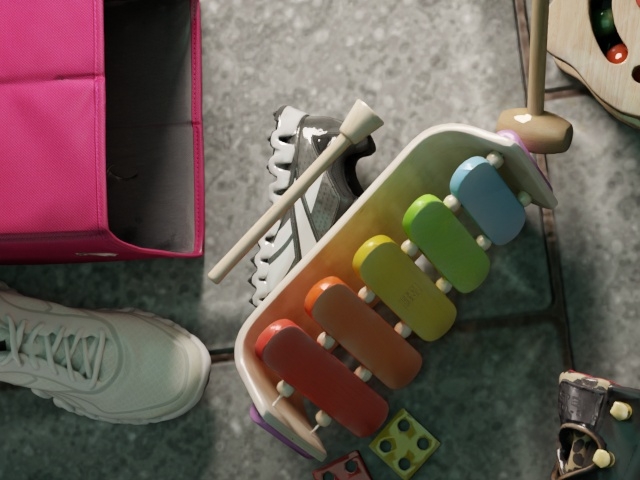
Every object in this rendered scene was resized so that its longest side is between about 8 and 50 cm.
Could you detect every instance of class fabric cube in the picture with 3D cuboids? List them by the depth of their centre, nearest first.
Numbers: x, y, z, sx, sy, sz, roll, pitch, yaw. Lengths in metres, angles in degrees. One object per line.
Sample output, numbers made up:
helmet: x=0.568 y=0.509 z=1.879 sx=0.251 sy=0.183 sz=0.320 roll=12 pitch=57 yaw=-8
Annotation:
fabric cube: x=-0.260 y=-0.110 z=1.361 sx=0.258 sy=0.254 sz=0.259 roll=-3 pitch=85 yaw=12

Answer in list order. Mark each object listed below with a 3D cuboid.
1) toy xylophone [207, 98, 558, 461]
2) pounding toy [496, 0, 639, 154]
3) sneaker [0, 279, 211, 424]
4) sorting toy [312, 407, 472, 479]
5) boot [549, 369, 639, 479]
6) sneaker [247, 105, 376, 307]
toy xylophone: x=0.041 y=0.025 z=1.301 sx=0.322 sy=0.236 sz=0.081 roll=-52 pitch=52 yaw=4
pounding toy: x=0.262 y=-0.181 z=1.297 sx=0.154 sy=0.155 sz=0.269 roll=24 pitch=91 yaw=18
sneaker: x=-0.243 y=0.097 z=1.412 sx=0.292 sy=0.118 sz=0.110 roll=12 pitch=86 yaw=12
sorting toy: x=0.092 y=0.283 z=1.355 sx=0.132 sy=0.046 sz=0.274 roll=-25 pitch=80 yaw=10
boot: x=0.175 y=0.243 z=1.257 sx=0.377 sy=0.138 sz=0.284 roll=16 pitch=86 yaw=-8
sneaker: x=0.000 y=0.000 z=1.383 sx=0.106 sy=0.078 sz=0.234 roll=5 pitch=85 yaw=16
